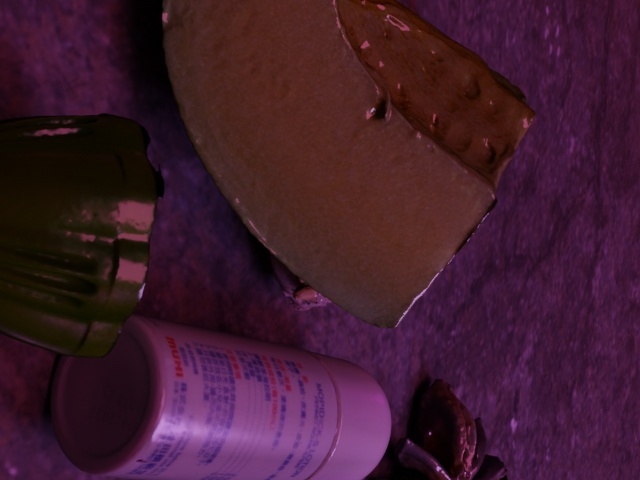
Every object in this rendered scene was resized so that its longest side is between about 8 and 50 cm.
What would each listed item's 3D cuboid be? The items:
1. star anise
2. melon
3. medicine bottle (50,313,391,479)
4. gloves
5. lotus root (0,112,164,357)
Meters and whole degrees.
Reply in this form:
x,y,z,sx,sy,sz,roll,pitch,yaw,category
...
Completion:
x,y,z,sx,sy,sz,roll,pitch,yaw,category
0.132,0.275,1.389,0.229,0.093,0.236,-4,96,-45,star anise
0.019,-0.143,1.066,0.343,0.226,0.331,40,62,-5,melon
-0.064,0.149,1.086,0.341,0.130,0.130,17,84,-50,medicine bottle
0.008,0.004,1.172,0.144,0.094,0.110,-24,88,-32,gloves
-0.222,-0.014,0.857,0.186,0.186,0.186,-13,107,-49,lotus root
